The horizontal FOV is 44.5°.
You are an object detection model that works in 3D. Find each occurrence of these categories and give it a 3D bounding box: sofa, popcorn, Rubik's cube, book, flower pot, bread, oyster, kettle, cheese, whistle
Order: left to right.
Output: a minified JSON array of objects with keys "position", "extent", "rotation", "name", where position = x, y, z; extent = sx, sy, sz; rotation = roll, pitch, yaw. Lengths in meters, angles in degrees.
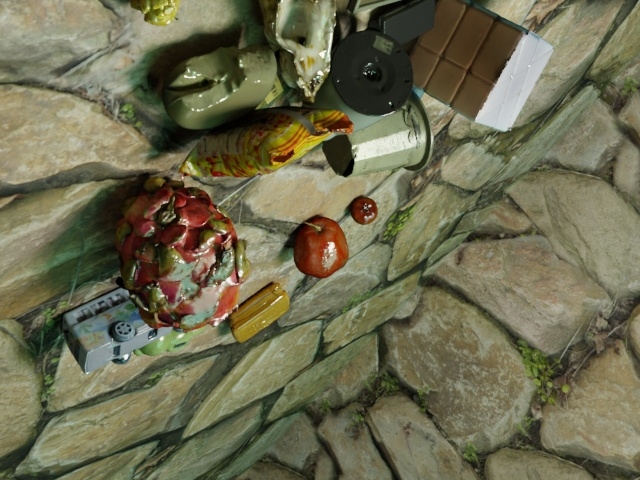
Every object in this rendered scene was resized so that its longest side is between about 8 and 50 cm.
[{"position":[-0.237,-0.344,1.107],"extent":[0.084,0.084,0.084],"rotation":[-36,159,-16],"name":"popcorn"},{"position":[-0.378,0.235,1.979],"extent":[0.227,0.085,0.105],"rotation":[-11,144,-52],"name":"whistle"},{"position":[-0.177,-0.251,1.304],"extent":[0.203,0.091,0.175],"rotation":[-23,172,-43],"name":"cheese"},{"position":[-0.183,0.211,2.298],"extent":[0.200,0.077,0.116],"rotation":[-35,160,-13],"name":"bread"},{"position":[-0.053,-0.346,1.486],"extent":[0.228,0.024,0.160],"rotation":[-41,162,-4],"name":"book"},{"position":[-0.036,-0.381,1.307],"extent":[0.166,0.110,0.341],"rotation":[-43,152,-22],"name":"oyster"},{"position":[0.068,-0.314,1.519],"extent":[0.221,0.161,0.236],"rotation":[-71,-165,-12],"name":"kettle"},{"position":[0.121,-0.231,1.799],"extent":[0.203,0.212,0.212],"rotation":[-24,154,-24],"name":"flower pot"},{"position":[0.166,-0.459,1.621],"extent":[0.147,0.060,0.085],"rotation":[-32,145,-21],"name":"sofa"},{"position":[0.357,-0.401,1.772],"extent":[0.231,0.225,0.221],"rotation":[-2,124,-58],"name":"Rubik's cube"}]

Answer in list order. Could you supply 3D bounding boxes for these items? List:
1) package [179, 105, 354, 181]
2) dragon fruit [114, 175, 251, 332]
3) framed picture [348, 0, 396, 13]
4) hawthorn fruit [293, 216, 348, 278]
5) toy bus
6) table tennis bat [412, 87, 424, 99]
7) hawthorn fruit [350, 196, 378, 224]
[{"position":[-0.110,-0.180,1.403],"extent":[0.288,0.108,0.223],"rotation":[-5,-155,38],"name":"package"},{"position":[-0.281,0.017,1.512],"extent":[0.250,0.269,0.291],"rotation":[-28,122,-16],"name":"dragon fruit"},{"position":[0.174,-0.566,1.458],"extent":[0.211,0.020,0.289],"rotation":[-26,154,-36],"name":"framed picture"},{"position":[0.000,0.000,2.139],"extent":[0.163,0.163,0.203],"rotation":[-30,139,-29],"name":"hawthorn fruit"},{"position":[-0.397,0.163,1.726],"extent":[0.330,0.136,0.109],"rotation":[-27,153,-35],"name":"toy bus"},{"position":[0.190,-0.296,2.008],"extent":[0.215,0.044,0.329],"rotation":[-20,152,-43],"name":"table tennis bat"},{"position":[0.125,-0.083,2.267],"extent":[0.081,0.081,0.093],"rotation":[-38,174,-10],"name":"hawthorn fruit"}]
